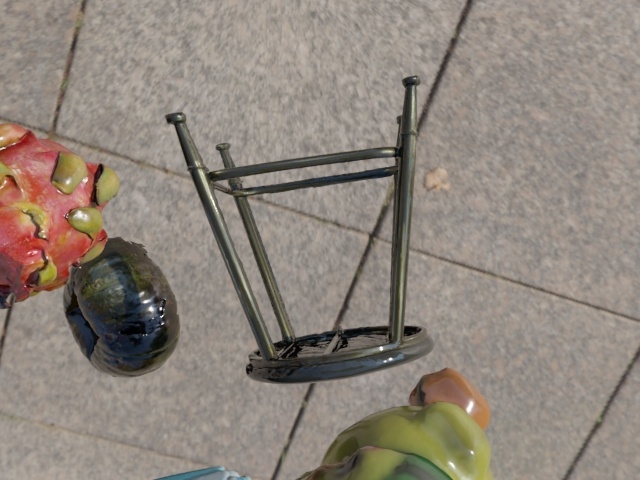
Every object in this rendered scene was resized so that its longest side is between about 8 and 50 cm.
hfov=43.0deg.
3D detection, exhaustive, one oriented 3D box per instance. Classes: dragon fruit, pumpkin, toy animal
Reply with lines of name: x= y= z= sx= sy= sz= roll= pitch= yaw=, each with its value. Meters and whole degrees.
dragon fruit: x=-0.413 y=-0.045 z=1.127 sx=0.243 sy=0.307 sz=0.227 roll=-36 pitch=109 yaw=-36
pumpkin: x=-0.440 y=0.155 z=1.780 sx=0.192 sy=0.320 sz=0.320 roll=-23 pitch=117 yaw=-34
toy animal: x=0.077 y=0.269 z=0.788 sx=0.216 sy=0.338 sz=0.191 roll=-35 pitch=86 yaw=20

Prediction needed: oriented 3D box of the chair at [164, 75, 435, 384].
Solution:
chair: x=0.000 y=0.000 z=1.296 sx=0.362 sy=0.364 sz=0.409 roll=-8 pitch=90 yaw=4

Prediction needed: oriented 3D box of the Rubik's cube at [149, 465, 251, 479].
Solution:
Rubik's cube: x=-0.224 y=0.580 z=1.170 sx=0.352 sy=0.351 sz=0.347 roll=-16 pitch=116 yaw=15
